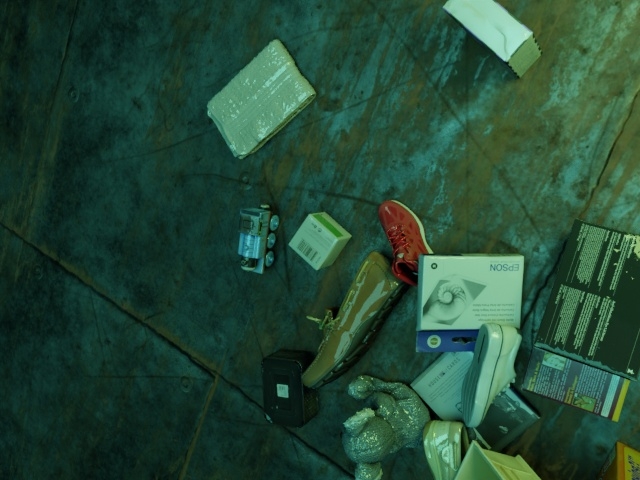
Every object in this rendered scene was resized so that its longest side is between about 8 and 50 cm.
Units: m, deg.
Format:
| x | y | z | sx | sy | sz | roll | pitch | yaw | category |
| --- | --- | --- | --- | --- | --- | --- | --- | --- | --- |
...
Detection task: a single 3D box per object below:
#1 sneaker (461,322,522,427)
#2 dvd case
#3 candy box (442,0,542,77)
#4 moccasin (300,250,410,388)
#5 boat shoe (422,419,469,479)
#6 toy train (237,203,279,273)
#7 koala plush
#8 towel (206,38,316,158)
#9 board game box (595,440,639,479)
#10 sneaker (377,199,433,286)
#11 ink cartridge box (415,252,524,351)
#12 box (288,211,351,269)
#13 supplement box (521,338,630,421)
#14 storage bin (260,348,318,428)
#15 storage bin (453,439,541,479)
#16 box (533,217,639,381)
| x | y | z | sx | sy | sz | roll | pitch | yaw | category |
| --- | --- | --- | --- | --- | --- | --- | --- | --- | --- |
| 0.369 | 0.296 | 1.233 | 0.091 | 0.094 | 0.258 | 6 | 116 | -6 | sneaker |
| 0.348 | 0.363 | 1.318 | 0.238 | 0.029 | 0.179 | 47 | 114 | 15 | dvd case |
| 0.343 | -0.411 | 1.132 | 0.165 | 0.196 | 0.070 | 47 | 113 | 14 | candy box |
| 0.059 | 0.197 | 1.386 | 0.147 | 0.139 | 0.380 | 39 | 114 | 24 | moccasin |
| 0.318 | 0.550 | 1.300 | 0.098 | 0.109 | 0.302 | -13 | 96 | 32 | boat shoe |
| -0.167 | -0.002 | 1.492 | 0.080 | 0.105 | 0.184 | 14 | 102 | 25 | toy train |
| 0.127 | 0.435 | 1.322 | 0.203 | 0.221 | 0.196 | -4 | 95 | 32 | koala plush |
| -0.161 | -0.357 | 1.478 | 0.282 | 0.049 | 0.187 | -37 | 80 | 25 | towel |
| 0.630 | 0.663 | 1.026 | 0.356 | 0.356 | 0.356 | 26 | 107 | 22 | board game box |
| 0.188 | 0.005 | 1.300 | 0.087 | 0.128 | 0.221 | -40 | 78 | 25 | sneaker |
| 0.319 | 0.139 | 1.240 | 0.223 | 0.045 | 0.224 | -1 | 98 | -4 | ink cartridge box |
| 0.000 | 0.000 | 1.418 | 0.101 | 0.087 | 0.102 | 42 | 112 | 16 | box |
| 0.525 | 0.282 | 1.189 | 0.188 | 0.081 | 0.104 | 15 | 103 | 24 | supplement box |
| -0.080 | 0.384 | 1.508 | 0.122 | 0.084 | 0.180 | 0 | 97 | 27 | storage bin |
| 0.355 | 0.595 | 1.141 | 0.123 | 0.260 | 0.262 | 19 | 100 | -16 | storage bin |
| 0.543 | 0.113 | 1.108 | 0.184 | 0.103 | 0.261 | 18 | 85 | 26 | box |
